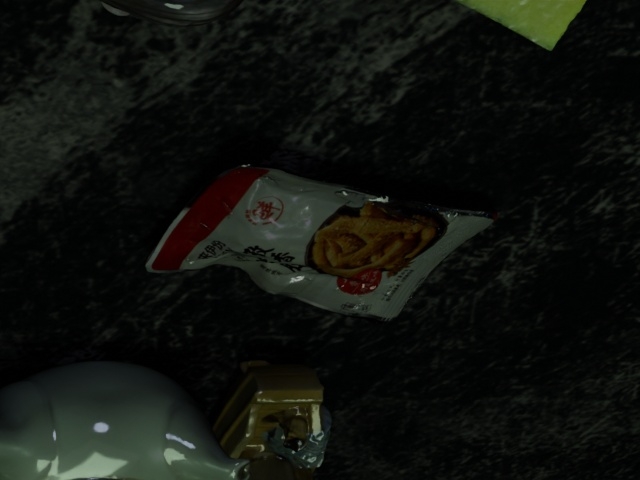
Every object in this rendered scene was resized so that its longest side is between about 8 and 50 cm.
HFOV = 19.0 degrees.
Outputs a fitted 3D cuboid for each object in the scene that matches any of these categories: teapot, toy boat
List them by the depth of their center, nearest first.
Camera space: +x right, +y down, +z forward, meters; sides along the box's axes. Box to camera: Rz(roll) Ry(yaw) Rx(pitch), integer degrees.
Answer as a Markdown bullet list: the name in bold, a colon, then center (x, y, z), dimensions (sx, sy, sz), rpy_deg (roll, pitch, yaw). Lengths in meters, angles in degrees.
- **teapot**: center (-0.229, 0.181, 1.521), dimensions (0.318, 0.149, 0.220), rpy_deg (12, 137, -30)
- **toy boat**: center (-0.058, 0.220, 1.649), dimensions (0.089, 0.115, 0.310), rpy_deg (3, 141, -19)

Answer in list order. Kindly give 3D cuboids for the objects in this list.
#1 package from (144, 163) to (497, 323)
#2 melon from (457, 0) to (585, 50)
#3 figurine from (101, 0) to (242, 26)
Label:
- **package**: center (0.000, 0.000, 1.440), dimensions (0.239, 0.030, 0.154), rpy_deg (14, 139, -31)
- **melon**: center (0.165, -0.252, 1.071), dimensions (0.196, 0.124, 0.323), rpy_deg (18, 129, -35)
- **figurine**: center (-0.141, -0.199, 1.077), dimensions (0.245, 0.110, 0.138), rpy_deg (9, 116, -18)
